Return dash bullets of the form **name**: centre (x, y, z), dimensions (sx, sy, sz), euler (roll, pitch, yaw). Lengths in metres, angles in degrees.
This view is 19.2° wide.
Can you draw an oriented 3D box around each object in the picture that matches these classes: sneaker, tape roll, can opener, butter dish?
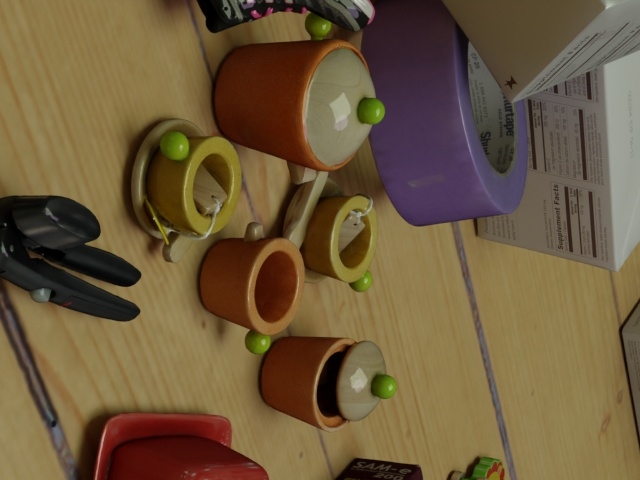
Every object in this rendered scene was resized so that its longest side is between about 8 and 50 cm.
- **sneaker**: centre (-0.046, -0.171, 1.300), dimensions (0.170, 0.063, 0.075), euler (21, 93, -20)
- **tape roll**: centre (0.102, -0.109, 1.518), dimensions (0.189, 0.080, 0.189), euler (-8, 90, -68)
- **can opener**: centre (-0.164, 0.019, 1.223), dimensions (0.186, 0.073, 0.059), euler (45, 53, -62)
- **butter dish**: centre (-0.084, 0.209, 1.337), dimensions (0.160, 0.118, 0.160), euler (9, 91, -56)

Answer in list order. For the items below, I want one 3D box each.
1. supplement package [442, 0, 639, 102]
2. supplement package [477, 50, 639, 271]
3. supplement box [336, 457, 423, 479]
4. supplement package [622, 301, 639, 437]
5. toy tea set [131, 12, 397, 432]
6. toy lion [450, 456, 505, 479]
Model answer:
- **supplement package**: centre (0.223, -0.223, 1.452), dimensions (0.244, 0.134, 0.139), euler (-25, 77, -38)
- **supplement package**: centre (0.237, -0.146, 1.691), dimensions (0.204, 0.145, 0.262), euler (-47, 140, -40)
- **supplement box**: centre (0.011, 0.298, 1.539), dimensions (0.239, 0.073, 0.130), euler (-42, 125, -43)
- **supplement package**: centre (0.501, 0.134, 2.076), dimensions (0.199, 0.262, 0.198), euler (-49, 137, -39)
- **toy tea set**: centre (0.000, 0.000, 1.402), dimensions (0.200, 0.124, 0.336), euler (-59, 141, -29)
- **toy lion**: centre (0.149, 0.255, 1.790), dimensions (0.096, 0.034, 0.100), euler (11, 89, -65)
